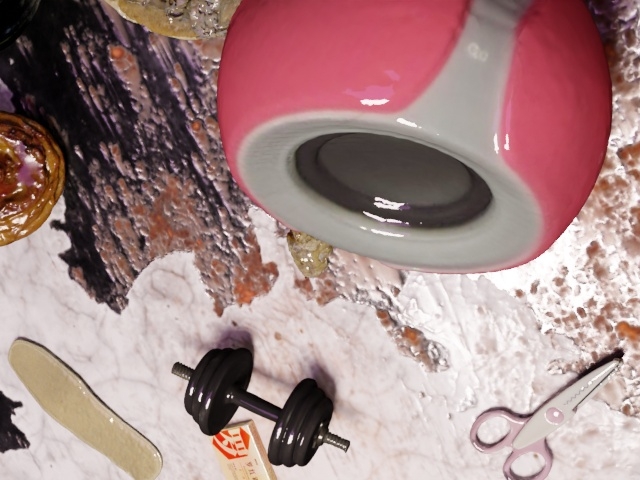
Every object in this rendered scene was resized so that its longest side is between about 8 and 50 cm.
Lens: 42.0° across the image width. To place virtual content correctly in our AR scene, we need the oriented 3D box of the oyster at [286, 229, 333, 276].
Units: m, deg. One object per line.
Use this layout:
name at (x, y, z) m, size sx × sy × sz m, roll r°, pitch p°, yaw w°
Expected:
oyster at (0.000, 0.000, 0.828) m, size 0.080 × 0.038 × 0.083 m, roll 0°, pitch 104°, yaw 21°

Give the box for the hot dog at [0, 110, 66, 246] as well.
hot dog at (-0.396, -0.069, 0.943) m, size 0.226 × 0.099 × 0.161 m, roll -12°, pitch 102°, yaw 20°

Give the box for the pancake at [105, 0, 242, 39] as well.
pancake at (-0.143, -0.326, 0.786) m, size 0.282 × 0.049 × 0.282 m, roll 7°, pitch 108°, yaw 21°

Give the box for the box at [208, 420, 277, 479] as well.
box at (-0.087, 0.254, 0.953) m, size 0.058 × 0.015 × 0.093 m, roll -18°, pitch 98°, yaw 25°

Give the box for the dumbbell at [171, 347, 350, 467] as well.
dumbbell at (-0.065, 0.173, 0.872) m, size 0.208 × 0.099 × 0.099 m, roll 21°, pitch 112°, yaw 16°

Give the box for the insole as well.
insole at (-0.295, 0.213, 1.033) m, size 0.248 × 0.011 × 0.081 m, roll 37°, pitch 116°, yaw 9°

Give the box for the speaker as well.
speaker at (0.075, -0.098, 0.633) m, size 0.294 × 0.294 × 0.294 m, roll 7°, pitch 108°, yaw 22°

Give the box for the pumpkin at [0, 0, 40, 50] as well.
pumpkin at (-0.383, -0.322, 0.791) m, size 0.295 × 0.296 × 0.296 m, roll 7°, pitch 108°, yaw 22°

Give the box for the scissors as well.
scissors at (0.220, 0.166, 0.790) m, size 0.085 × 0.022 × 0.176 m, roll 46°, pitch 121°, yaw 9°
